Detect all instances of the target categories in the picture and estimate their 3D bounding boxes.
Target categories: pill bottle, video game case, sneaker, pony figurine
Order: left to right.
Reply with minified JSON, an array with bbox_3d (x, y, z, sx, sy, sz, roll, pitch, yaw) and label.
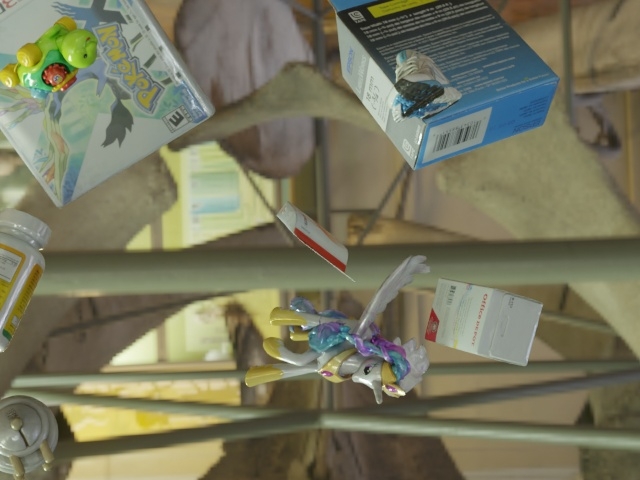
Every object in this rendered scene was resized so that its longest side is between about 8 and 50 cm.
[{"bbox_3d":[-0.506,0.059,1.648,0.117,0.209,0.118,17,158,7],"label":"pill bottle"},{"bbox_3d":[-0.372,-0.256,1.590,0.299,0.329,0.036,-29,-163,12],"label":"video game case"},{"bbox_3d":[0.071,0.211,2.165,0.363,0.303,0.351,6,-151,30],"label":"pony figurine"},{"bbox_3d":[0.111,-0.194,1.276,0.071,0.083,0.190,-32,175,17],"label":"sneaker"}]

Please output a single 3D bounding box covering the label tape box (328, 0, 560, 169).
[{"bbox_3d":[0.168,-0.286,1.618,0.240,0.334,0.106,-20,146,-21],"label":"label tape box"}]

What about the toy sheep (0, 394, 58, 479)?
[{"bbox_3d":[-0.319,0.206,1.111,0.091,0.091,0.132,-1,159,-21],"label":"toy sheep"}]

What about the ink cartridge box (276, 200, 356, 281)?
[{"bbox_3d":[0.000,0.000,2.044,0.145,0.045,0.179,37,-179,-27],"label":"ink cartridge box"}]

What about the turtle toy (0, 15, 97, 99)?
[{"bbox_3d":[-0.308,-0.212,1.224,0.130,0.066,0.095,-29,-162,45],"label":"turtle toy"}]

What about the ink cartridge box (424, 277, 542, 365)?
[{"bbox_3d":[0.308,0.153,1.992,0.127,0.128,0.176,16,178,-28],"label":"ink cartridge box"}]
